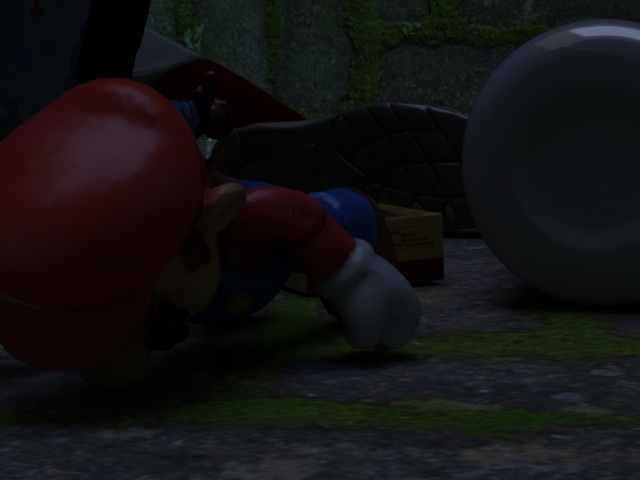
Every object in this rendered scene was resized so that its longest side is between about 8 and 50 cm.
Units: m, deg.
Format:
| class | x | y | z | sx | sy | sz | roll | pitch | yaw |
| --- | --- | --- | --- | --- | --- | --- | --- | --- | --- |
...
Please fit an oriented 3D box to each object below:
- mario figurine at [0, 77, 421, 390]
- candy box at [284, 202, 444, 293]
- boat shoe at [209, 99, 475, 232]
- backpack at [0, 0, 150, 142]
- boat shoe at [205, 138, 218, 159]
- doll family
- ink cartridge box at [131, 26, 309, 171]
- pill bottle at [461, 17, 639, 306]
| class | x | y | z | sx | sy | sz | roll | pitch | yaw |
| --- | --- | --- | --- | --- | --- | --- | --- | --- | --- |
| mario figurine | -0.077 | 0.028 | 0.873 | 0.198 | 0.170 | 0.320 | -37 | -18 | 18 |
| candy box | 0.000 | 0.000 | 1.202 | 0.109 | 0.053 | 0.187 | -5 | 9 | -24 |
| boat shoe | 0.053 | -0.069 | 1.506 | 0.324 | 0.123 | 0.116 | 5 | 7 | 33 |
| backpack | -0.312 | -0.137 | 1.154 | 0.356 | 0.290 | 0.273 | 16 | 5 | -17 |
| boat shoe | 0.003 | -0.091 | 1.815 | 0.268 | 0.088 | 0.096 | -2 | 7 | -3 |
| doll family | -0.120 | -0.029 | 1.022 | 0.193 | 0.076 | 0.111 | -36 | -18 | 32 |
| ink cartridge box | -0.246 | -0.127 | 1.617 | 0.385 | 0.091 | 0.308 | 28 | -26 | -22 |
| pill bottle | 0.224 | -0.063 | 1.139 | 0.182 | 0.181 | 0.323 | 1 | 7 | 22 |
